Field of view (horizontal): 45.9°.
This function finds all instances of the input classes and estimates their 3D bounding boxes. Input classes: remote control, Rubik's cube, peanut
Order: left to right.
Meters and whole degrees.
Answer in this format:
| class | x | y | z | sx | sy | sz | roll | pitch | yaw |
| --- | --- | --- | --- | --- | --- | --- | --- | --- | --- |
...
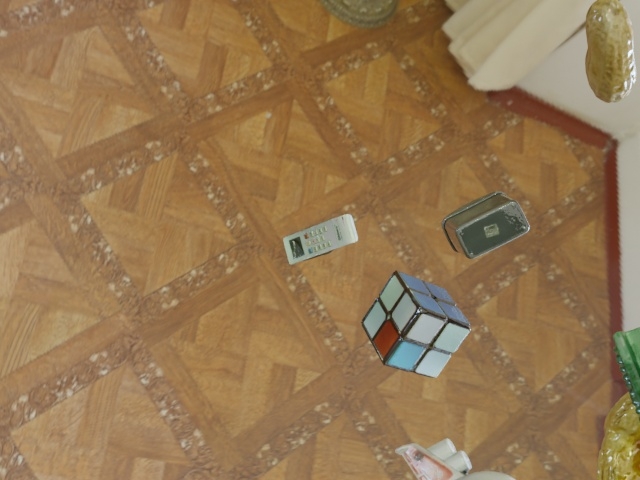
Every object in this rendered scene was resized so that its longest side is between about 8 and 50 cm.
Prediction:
| class | x | y | z | sx | sy | sz | roll | pitch | yaw |
| --- | --- | --- | --- | --- | --- | --- | --- | --- | --- |
| remote control | 0.000 | 0.000 | 1.561 | 0.029 | 0.166 | 0.065 | -4 | 76 | -58 |
| Rubik's cube | 0.233 | 0.209 | 1.866 | 0.167 | 0.180 | 0.183 | 21 | 23 | -27 |
| peanut | 0.593 | -0.392 | 1.560 | 0.095 | 0.108 | 0.225 | -21 | 121 | -5 |

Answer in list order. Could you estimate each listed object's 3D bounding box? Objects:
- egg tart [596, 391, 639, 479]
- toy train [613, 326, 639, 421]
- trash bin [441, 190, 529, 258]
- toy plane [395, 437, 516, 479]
| class | x | y | z | sx | sy | sz | roll | pitch | yaw |
| --- | --- | --- | --- | --- | --- | --- | --- | --- | --- |
| egg tart | 0.702 | 0.421 | 1.365 | 0.169 | 0.388 | 0.387 | -3 | 69 | -59 |
| toy train | 0.484 | 0.196 | 0.884 | 0.145 | 0.202 | 0.265 | 41 | 31 | -45 |
| trash bin | 0.385 | -0.038 | 1.784 | 0.177 | 0.236 | 0.101 | -25 | 95 | 5 |
| toy plane | 0.170 | 0.402 | 1.057 | 0.118 | 0.252 | 0.252 | 46 | 49 | -52 |
